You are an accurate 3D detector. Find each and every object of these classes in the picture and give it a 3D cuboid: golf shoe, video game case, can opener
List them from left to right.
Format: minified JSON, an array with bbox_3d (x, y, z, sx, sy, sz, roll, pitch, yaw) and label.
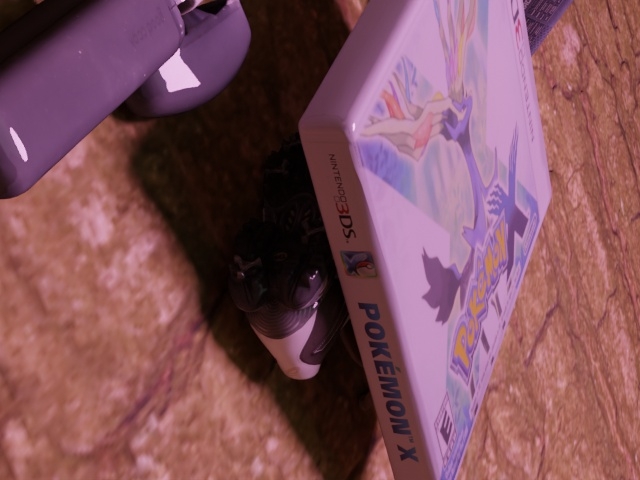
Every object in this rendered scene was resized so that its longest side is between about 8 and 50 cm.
[{"bbox_3d":[-0.094,-0.076,0.652,0.095,0.076,0.283,67,29,-22],"label":"can opener"},{"bbox_3d":[0.000,0.000,0.838,0.198,0.077,0.094,-60,145,-45],"label":"golf shoe"},{"bbox_3d":[0.086,-0.047,0.891,0.329,0.036,0.300,-62,147,-44],"label":"video game case"}]

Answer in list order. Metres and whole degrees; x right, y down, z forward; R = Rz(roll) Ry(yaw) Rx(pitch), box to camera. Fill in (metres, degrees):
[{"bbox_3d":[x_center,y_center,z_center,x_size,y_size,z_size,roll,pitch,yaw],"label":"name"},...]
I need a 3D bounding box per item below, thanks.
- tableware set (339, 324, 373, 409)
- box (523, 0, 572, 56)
[{"bbox_3d":[0.060,0.028,0.976,0.194,0.039,0.128,-41,117,-62],"label":"tableware set"},{"bbox_3d":[0.190,-0.257,1.166,0.059,0.233,0.183,23,46,-10],"label":"box"}]
